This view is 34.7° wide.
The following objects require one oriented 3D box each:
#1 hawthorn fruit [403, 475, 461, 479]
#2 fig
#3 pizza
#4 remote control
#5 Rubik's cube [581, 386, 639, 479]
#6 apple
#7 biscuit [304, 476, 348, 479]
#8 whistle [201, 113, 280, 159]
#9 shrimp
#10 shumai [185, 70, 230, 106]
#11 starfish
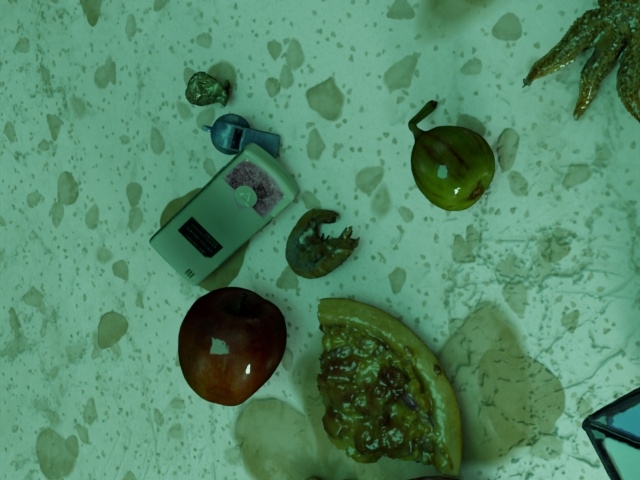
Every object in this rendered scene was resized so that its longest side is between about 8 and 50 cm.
[{"bbox_3d":[0.186,0.537,1.763,0.284,0.284,0.284,5,98,34],"label":"hawthorn fruit"},{"bbox_3d":[0.209,-0.144,1.746,0.186,0.142,0.148,41,90,10],"label":"fig"},{"bbox_3d":[0.105,0.280,1.896,0.278,0.114,0.409,-41,70,26],"label":"pizza"},{"bbox_3d":[-0.197,-0.049,2.069,0.145,0.050,0.344,46,121,-9],"label":"remote control"},{"bbox_3d":[0.598,0.303,1.428,0.305,0.310,0.307,-32,77,27],"label":"Rubik's cube"},{"bbox_3d":[-0.173,0.203,2.012,0.234,0.234,0.234,5,98,34],"label":"apple"},{"bbox_3d":[0.032,0.583,2.019,0.212,0.041,0.239,23,107,29],"label":"biscuit"},{"bbox_3d":[-0.160,-0.207,2.046,0.158,0.090,0.090,13,107,-8],"label":"whistle"},{"bbox_3d":[-0.002,0.001,1.966,0.187,0.051,0.132,-21,84,38],"label":"shrimp"},{"bbox_3d":[-0.222,-0.295,2.075,0.080,0.082,0.083,39,137,24],"label":"shumai"},{"bbox_3d":[0.439,-0.327,1.603,0.301,0.084,0.293,29,110,25],"label":"starfish"}]
